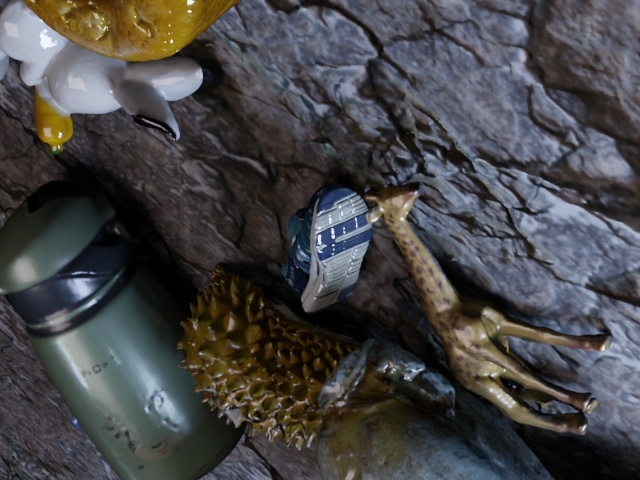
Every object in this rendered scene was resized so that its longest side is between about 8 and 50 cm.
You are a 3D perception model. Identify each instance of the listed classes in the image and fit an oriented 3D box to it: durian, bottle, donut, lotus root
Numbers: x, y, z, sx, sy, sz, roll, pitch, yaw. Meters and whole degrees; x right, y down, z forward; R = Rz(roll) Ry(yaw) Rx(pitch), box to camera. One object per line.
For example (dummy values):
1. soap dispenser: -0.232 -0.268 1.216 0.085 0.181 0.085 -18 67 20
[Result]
1. durian: -0.030 0.141 1.273 0.250 0.138 0.183 22 133 18
2. bottle: -0.221 0.098 1.377 0.168 0.168 0.347 -1 127 46
3. donut: -0.156 -0.242 0.976 0.226 0.114 0.226 25 144 20
4. lotus root: 0.124 0.246 1.117 0.349 0.175 0.175 51 148 11

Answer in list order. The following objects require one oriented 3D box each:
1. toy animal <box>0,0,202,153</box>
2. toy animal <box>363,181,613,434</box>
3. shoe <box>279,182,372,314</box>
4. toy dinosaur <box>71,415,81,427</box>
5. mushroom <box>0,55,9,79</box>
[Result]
1. toy animal: -0.203 -0.142 1.135 0.182 0.131 0.127 38 169 -12
2. toy animal: 0.131 0.062 1.089 0.275 0.054 0.149 41 144 2
3. shoe: 0.000 0.000 1.146 0.071 0.064 0.143 45 146 28
4. toy dinosaur: -0.233 0.258 1.627 0.144 0.076 0.329 47 166 7
5. mushroom: -0.409 -0.214 1.290 0.223 0.081 0.092 26 146 23
